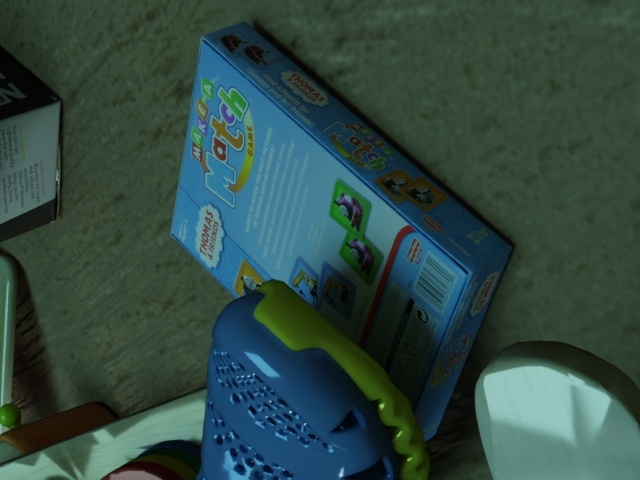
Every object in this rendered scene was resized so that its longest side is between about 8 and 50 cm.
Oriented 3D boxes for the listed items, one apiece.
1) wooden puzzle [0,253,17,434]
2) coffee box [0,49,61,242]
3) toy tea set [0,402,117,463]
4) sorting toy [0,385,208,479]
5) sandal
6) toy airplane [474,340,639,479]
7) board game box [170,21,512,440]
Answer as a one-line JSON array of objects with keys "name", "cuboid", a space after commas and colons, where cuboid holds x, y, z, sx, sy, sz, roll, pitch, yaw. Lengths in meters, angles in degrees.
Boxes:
[{"name": "wooden puzzle", "cuboid": [-0.380, 0.113, 1.147, 0.238, 0.044, 0.221, 6, 99, 4]}, {"name": "coffee box", "cuboid": [-0.353, -0.051, 0.955, 0.168, 0.297, 0.119, 39, 136, 31]}, {"name": "toy tea set", "cuboid": [-0.162, 0.279, 1.071, 0.336, 0.124, 0.200, 38, 138, 31]}, {"name": "sorting toy", "cuboid": [-0.135, 0.262, 0.946, 0.257, 0.089, 0.256, -23, 89, 26]}, {"name": "sandal", "cuboid": [-0.024, 0.150, 0.754, 0.126, 0.138, 0.317, 41, 152, 32]}, {"name": "toy airplane", "cuboid": [0.148, 0.281, 0.552, 0.386, 0.272, 0.384, 45, 140, 25]}, {"name": "board game box", "cuboid": [0.000, 0.000, 0.762, 0.211, 0.039, 0.160, 42, 140, 25]}]
